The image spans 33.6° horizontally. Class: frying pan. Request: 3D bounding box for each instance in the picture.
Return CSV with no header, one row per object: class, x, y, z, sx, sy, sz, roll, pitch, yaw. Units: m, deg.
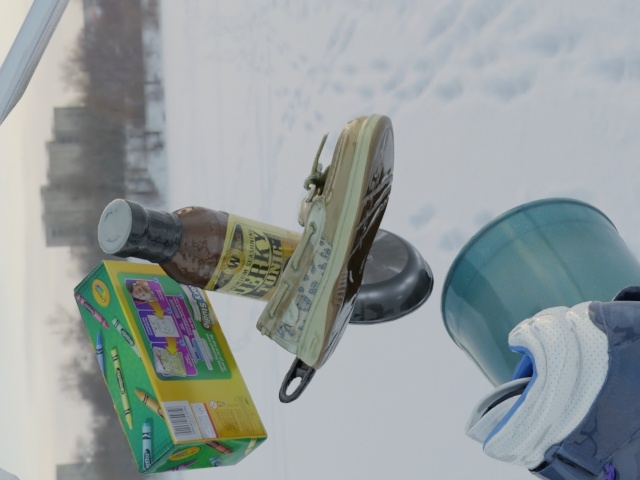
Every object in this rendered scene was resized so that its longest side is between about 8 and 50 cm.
frying pan,0.004,0.064,1.322,0.197,0.326,0.053,28,132,34

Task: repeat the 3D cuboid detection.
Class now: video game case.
video game case,-0.256,-0.196,0.967,0.190,0.022,0.173,-60,15,14

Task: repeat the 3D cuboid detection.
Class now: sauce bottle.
sauce bottle,-0.133,0.017,1.397,0.111,0.344,0.111,-12,72,43

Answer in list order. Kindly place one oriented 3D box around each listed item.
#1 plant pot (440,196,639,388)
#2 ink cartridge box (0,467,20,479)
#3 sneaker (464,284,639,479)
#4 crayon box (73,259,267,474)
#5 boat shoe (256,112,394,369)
plant pot,0.327,0.123,1.362,0.255,0.272,0.271,-119,26,-54
ink cartridge box,-0.436,0.399,1.459,0.189,0.232,0.066,-70,5,-74
sneaker,0.240,0.191,0.881,0.130,0.236,0.322,-63,-26,-57
crayon box,-0.199,0.162,1.396,0.081,0.165,0.278,-42,60,29
boat shoe,0.000,0.000,1.036,0.104,0.089,0.285,-44,-26,-57
